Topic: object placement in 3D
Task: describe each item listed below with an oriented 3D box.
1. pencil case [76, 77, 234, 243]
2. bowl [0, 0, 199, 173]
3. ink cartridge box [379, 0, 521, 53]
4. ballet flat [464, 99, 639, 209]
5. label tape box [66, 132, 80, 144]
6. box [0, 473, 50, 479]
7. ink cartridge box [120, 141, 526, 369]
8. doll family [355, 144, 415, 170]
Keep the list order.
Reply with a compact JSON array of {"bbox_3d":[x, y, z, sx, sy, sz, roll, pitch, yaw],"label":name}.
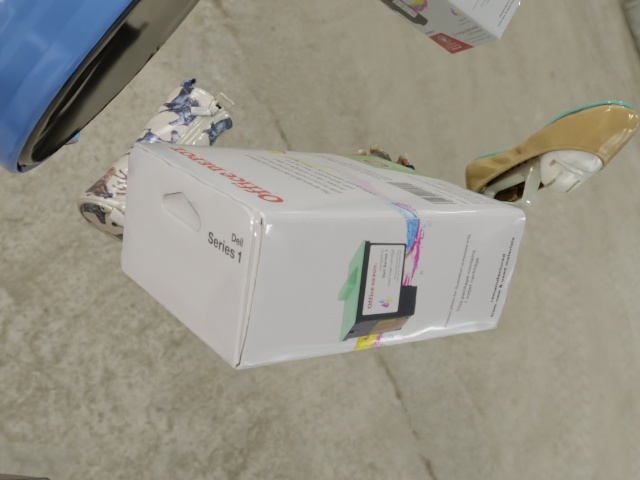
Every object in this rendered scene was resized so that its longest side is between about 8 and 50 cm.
[{"bbox_3d":[-0.352,-0.168,1.650,0.160,0.183,0.410,39,58,-13],"label":"pencil case"},{"bbox_3d":[-0.199,-0.223,0.737,0.077,0.391,0.391,41,48,-12],"label":"bowl"},{"bbox_3d":[0.133,-0.308,0.905,0.175,0.127,0.072,30,87,-17],"label":"ink cartridge box"},{"bbox_3d":[0.236,-0.073,0.794,0.080,0.232,0.073,20,71,-20],"label":"ballet flat"},{"bbox_3d":[-0.417,-0.309,0.967,0.334,0.105,0.241,67,18,-57],"label":"label tape box"},{"bbox_3d":[-0.427,0.365,0.660,0.343,0.178,0.313,46,47,-69],"label":"box"},{"bbox_3d":[0.000,0.000,0.640,0.278,0.201,0.117,-2,110,-39],"label":"ink cartridge box"},{"bbox_3d":[0.048,-0.056,0.919,0.076,0.192,0.111,67,1,-46],"label":"doll family"}]
